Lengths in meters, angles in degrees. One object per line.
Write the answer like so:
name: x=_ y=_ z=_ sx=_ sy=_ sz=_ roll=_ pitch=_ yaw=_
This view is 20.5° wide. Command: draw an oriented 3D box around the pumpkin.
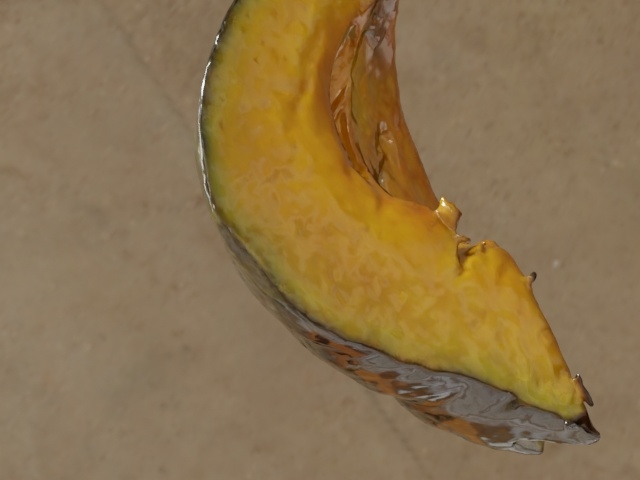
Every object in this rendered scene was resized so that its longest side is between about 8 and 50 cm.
pumpkin: x=0.000 y=0.000 z=0.789 sx=0.130 sy=0.149 sz=0.254 roll=-36 pitch=73 yaw=60
